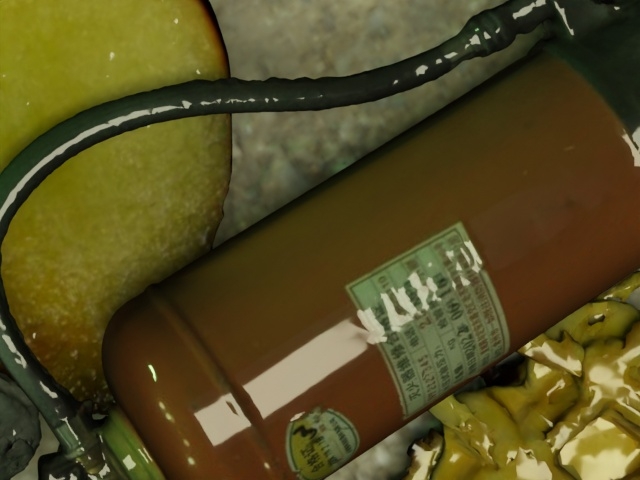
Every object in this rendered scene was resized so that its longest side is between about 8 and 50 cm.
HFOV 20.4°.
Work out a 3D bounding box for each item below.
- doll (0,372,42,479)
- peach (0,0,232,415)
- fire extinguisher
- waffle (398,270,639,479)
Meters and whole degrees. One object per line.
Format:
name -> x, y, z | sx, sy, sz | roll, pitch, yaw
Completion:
doll -> -0.227, 0.128, 0.736 | 0.246, 0.158, 0.340 | -28, 117, -10
peach -> -0.131, -0.046, 0.781 | 0.189, 0.068, 0.279 | -17, 123, -12
fire extinguisher -> 0.000, 0.003, 0.790 | 0.376, 0.113, 0.200 | -34, 85, -10
waffle -> 0.218, 0.195, 0.903 | 0.380, 0.095, 0.382 | -8, 102, -8
